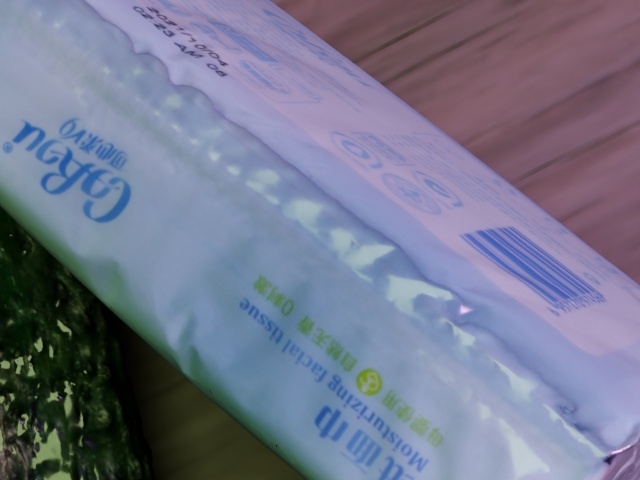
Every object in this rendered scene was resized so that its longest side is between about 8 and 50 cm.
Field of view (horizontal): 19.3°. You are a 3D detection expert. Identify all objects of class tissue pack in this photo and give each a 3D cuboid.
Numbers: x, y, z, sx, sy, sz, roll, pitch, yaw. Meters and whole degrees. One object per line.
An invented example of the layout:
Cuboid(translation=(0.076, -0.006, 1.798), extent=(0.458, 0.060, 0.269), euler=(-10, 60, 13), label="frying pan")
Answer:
Cuboid(translation=(0.000, 0.000, 0.621), extent=(0.263, 0.177, 0.089), euler=(38, 105, 18), label="tissue pack")

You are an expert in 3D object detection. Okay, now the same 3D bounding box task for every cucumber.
Cuboid(translation=(-0.100, 0.047, 0.687), extent=(0.068, 0.067, 0.293), euler=(-18, 73, 7), label="cucumber")
